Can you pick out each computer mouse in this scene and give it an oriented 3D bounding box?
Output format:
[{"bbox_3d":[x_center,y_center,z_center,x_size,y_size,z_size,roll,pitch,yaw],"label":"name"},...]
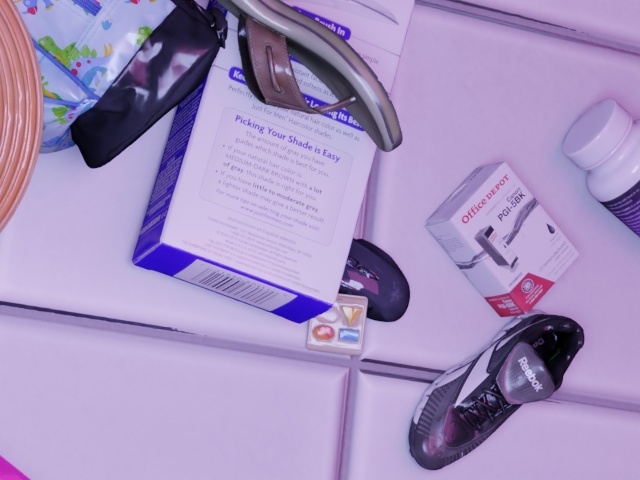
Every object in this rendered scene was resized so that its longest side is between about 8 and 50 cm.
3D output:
[{"bbox_3d":[0.000,0.000,2.009,0.242,0.041,0.071,37,70,-17],"label":"computer mouse"}]

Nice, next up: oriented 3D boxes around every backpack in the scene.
[{"bbox_3d":[-0.292,-0.214,1.771,0.273,0.290,0.355,-42,96,-9],"label":"backpack"}]

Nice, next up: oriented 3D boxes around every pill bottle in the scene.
[{"bbox_3d":[0.358,-0.064,2.153,0.193,0.108,0.108,39,69,-17],"label":"pill bottle"}]

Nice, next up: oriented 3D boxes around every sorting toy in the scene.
[{"bbox_3d":[0.004,0.083,2.003,0.083,0.012,0.062,6,96,-1],"label":"sorting toy"}]

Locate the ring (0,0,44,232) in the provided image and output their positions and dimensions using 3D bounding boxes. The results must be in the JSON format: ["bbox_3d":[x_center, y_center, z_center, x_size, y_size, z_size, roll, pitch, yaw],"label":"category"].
[{"bbox_3d":[-0.396,-0.111,1.637,0.337,0.032,0.336,0,93,-1],"label":"ring"}]

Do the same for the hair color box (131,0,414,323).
[{"bbox_3d":[-0.044,-0.110,1.944,0.185,0.110,0.339,21,72,-16],"label":"hair color box"}]

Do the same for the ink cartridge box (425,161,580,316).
[{"bbox_3d":[0.192,-0.001,2.093,0.099,0.056,0.135,-46,104,-22],"label":"ink cartridge box"}]

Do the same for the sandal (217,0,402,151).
[{"bbox_3d":[-0.049,-0.178,1.851,0.303,0.120,0.086,38,84,-2],"label":"sandal"}]

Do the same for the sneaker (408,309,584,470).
[{"bbox_3d":[0.186,0.148,2.044,0.234,0.106,0.078,-40,100,-24],"label":"sneaker"}]

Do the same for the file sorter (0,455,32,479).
[{"bbox_3d":[-0.402,0.290,1.698,0.202,0.182,0.290,42,67,-15],"label":"file sorter"}]
